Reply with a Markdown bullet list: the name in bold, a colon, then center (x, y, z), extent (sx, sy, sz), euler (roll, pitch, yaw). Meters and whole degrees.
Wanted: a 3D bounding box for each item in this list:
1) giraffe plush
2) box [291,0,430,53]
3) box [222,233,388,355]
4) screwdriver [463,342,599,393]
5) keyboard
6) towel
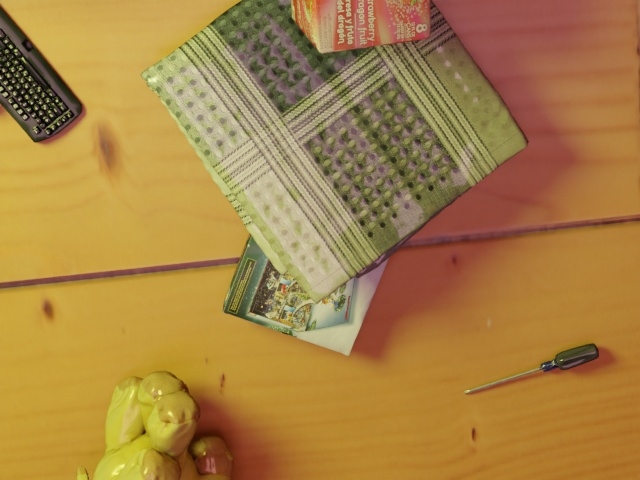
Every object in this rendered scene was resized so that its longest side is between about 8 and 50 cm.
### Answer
- **giraffe plush**: center (-0.169, 0.276, 1.539), extent (0.170, 0.181, 0.210), euler (27, 94, -30)
- **box**: center (0.033, -0.328, 1.285), extent (0.122, 0.128, 0.257), euler (-9, 117, -10)
- **box**: center (0.000, 0.000, 1.507), extent (0.159, 0.044, 0.233), euler (20, 105, -7)
- **screwdriver**: center (0.253, 0.157, 1.575), extent (0.169, 0.025, 0.024), euler (-18, 107, 14)
- **keyboard**: center (-0.362, -0.187, 1.451), extent (0.100, 0.038, 0.192), euler (-38, 103, 10)
- **towel**: center (0.020, -0.138, 1.432), extent (0.312, 0.056, 0.324), euler (-36, 96, -4)
